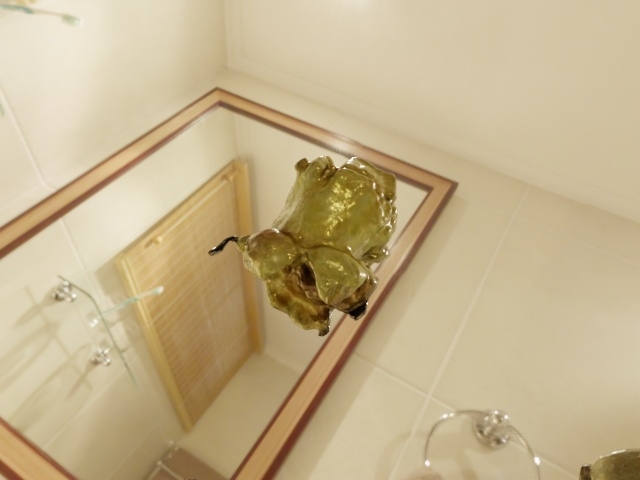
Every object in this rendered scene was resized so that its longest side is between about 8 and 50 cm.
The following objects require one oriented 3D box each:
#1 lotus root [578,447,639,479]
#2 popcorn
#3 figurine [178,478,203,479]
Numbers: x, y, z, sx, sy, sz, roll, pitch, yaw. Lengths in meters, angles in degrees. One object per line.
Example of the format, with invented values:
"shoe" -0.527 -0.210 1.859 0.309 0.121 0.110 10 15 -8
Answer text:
"lotus root" 0.514 0.382 0.780 0.183 0.090 0.077 -13 -45 29
"popcorn" -0.006 0.002 0.524 0.173 0.195 0.168 44 -39 -18
"figurine" -0.086 0.320 0.463 0.250 0.140 0.167 26 -21 -19
